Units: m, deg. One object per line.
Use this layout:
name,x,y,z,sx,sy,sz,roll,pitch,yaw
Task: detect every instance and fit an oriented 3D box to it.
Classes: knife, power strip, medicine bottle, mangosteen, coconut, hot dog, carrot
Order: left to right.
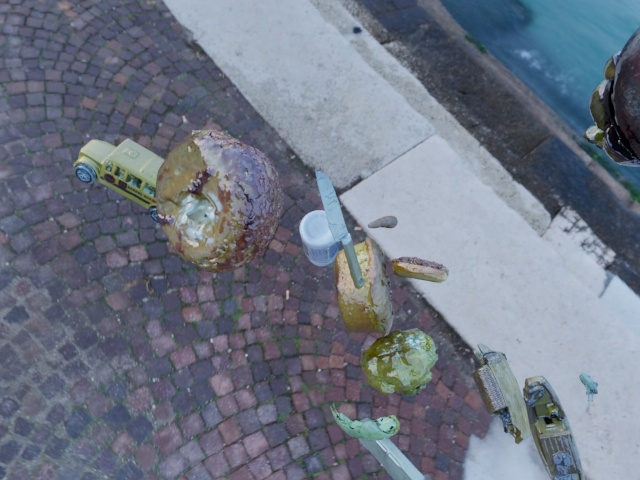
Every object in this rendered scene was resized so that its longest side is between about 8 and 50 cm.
medicine bottle,0.000,0.000,1.289,0.102,0.187,0.103,-1,67,3
knife,0.040,-0.013,0.937,0.047,0.298,0.017,-37,37,-26
coconut,0.095,0.391,0.995,0.157,0.133,0.055,14,83,-6
carrot,0.220,-0.062,1.683,0.216,0.048,0.048,-9,62,-56
power strip,0.205,0.662,1.451,0.048,0.080,0.286,-12,38,-40
hot dog,0.386,0.107,1.867,0.249,0.076,0.102,10,39,35
mangosteen,0.670,-0.269,0.847,0.329,0.330,0.330,9,59,-15

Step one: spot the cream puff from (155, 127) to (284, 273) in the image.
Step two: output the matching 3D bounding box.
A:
cream puff,-0.166,-0.068,0.784,0.240,0.240,0.164,48,38,10

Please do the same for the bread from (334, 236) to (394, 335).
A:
bread,0.163,0.172,1.767,0.204,0.337,0.359,-7,52,8

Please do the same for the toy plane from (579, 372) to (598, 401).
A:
toy plane,0.684,0.367,1.198,0.083,0.033,0.080,58,42,-20

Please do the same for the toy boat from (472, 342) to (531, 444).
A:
toy boat,0.561,0.477,1.485,0.115,0.089,0.311,-8,56,-5

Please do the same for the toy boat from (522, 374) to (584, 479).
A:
toy boat,0.543,0.461,1.097,0.121,0.088,0.321,-46,117,-68

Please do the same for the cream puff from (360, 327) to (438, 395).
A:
cream puff,0.272,0.418,1.563,0.281,0.281,0.185,-23,95,-29

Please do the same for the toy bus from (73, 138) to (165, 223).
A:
toy bus,-0.439,-0.151,1.194,0.335,0.123,0.121,31,43,-10
